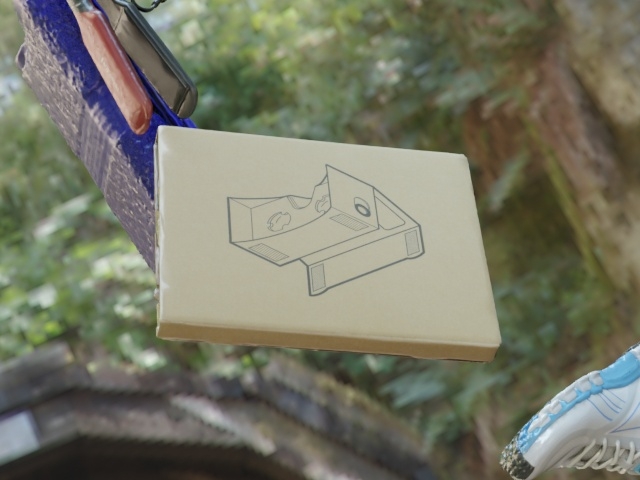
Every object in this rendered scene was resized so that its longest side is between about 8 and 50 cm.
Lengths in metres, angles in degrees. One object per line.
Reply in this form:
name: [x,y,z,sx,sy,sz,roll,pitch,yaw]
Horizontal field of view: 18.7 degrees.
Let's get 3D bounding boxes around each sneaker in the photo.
sneaker: [0.197,0.129,1.302,0.190,0.083,0.071,-24,-19,-45]

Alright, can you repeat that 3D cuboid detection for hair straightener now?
hair straightener: [-0.154,-0.184,1.482,0.089,0.230,0.047,-20,-27,-30]

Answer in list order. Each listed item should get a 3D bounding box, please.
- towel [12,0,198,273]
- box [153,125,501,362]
towel: [-0.146,-0.074,1.613,0.076,0.308,0.227,-33,-6,-13]
box: [0.000,0.000,1.168,0.201,0.164,0.021,5,-44,-11]
